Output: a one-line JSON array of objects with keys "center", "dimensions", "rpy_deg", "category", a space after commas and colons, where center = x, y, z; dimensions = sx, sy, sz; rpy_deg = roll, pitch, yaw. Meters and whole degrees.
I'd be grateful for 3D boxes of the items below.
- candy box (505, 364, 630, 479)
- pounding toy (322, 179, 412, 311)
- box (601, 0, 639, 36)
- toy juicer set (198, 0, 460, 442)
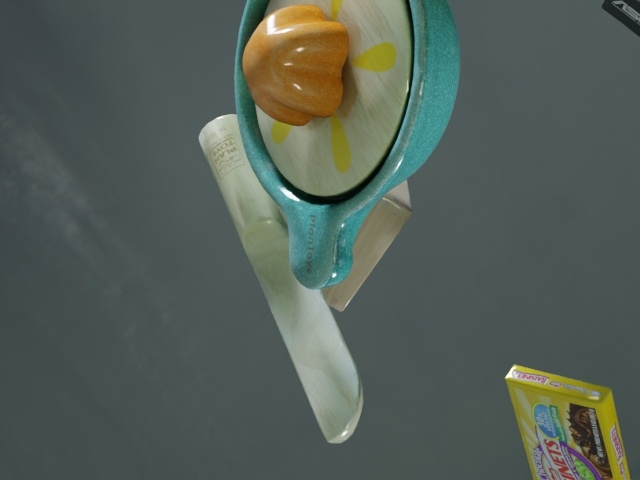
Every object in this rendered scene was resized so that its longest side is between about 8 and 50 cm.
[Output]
[{"center": [0.252, 0.213, 1.231], "dimensions": [0.027, 0.105, 0.206], "rpy_deg": [-47, 132, -32], "category": "candy box"}, {"center": [-0.003, 0.002, 1.298], "dimensions": [0.094, 0.206, 0.181], "rpy_deg": [32, 16, -9], "category": "pounding toy"}, {"center": [0.431, -0.253, 1.148], "dimensions": [0.216, 0.270, 0.060], "rpy_deg": [42, -11, 10], "category": "box"}, {"center": [-0.012, -0.094, 0.564], "dimensions": [0.089, 0.329, 0.209], "rpy_deg": [-1, 34, -37], "category": "toy juicer set"}]
